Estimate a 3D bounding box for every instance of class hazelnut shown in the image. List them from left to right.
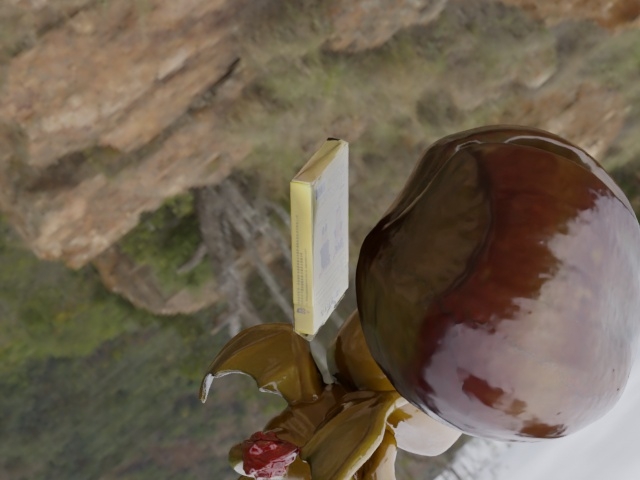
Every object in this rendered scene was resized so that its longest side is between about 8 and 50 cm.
[{"bbox_3d":[0.135,0.037,0.850,0.217,0.217,0.251,-45,-162,32],"label":"hazelnut"}]

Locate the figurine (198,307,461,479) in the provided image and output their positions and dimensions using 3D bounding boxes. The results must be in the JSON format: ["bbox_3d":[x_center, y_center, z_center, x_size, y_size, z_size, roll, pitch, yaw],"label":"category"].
[{"bbox_3d":[0.059,0.205,1.448,0.387,0.268,0.401,-45,-163,-7],"label":"figurine"}]

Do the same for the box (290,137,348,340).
[{"bbox_3d":[0.000,0.000,0.917,0.073,0.020,0.149,-52,148,-50],"label":"box"}]
